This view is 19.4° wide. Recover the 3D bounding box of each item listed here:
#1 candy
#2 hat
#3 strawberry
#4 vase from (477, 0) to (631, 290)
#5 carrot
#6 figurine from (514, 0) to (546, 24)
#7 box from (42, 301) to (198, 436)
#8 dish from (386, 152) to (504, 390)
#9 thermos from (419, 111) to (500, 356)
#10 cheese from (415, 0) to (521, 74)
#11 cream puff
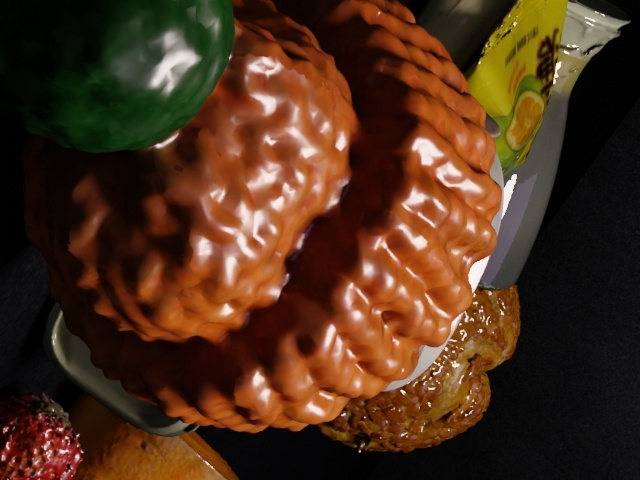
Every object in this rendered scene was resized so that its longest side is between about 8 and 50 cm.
[{"bbox_3d":[0.155,-0.114,1.719,0.187,0.081,0.297,-42,154,-47],"label":"candy"},{"bbox_3d":[-0.057,-0.033,1.022,0.285,0.285,0.400,-54,164,5],"label":"hat"},{"bbox_3d":[-0.221,0.155,1.374,0.096,0.083,0.083,-49,169,17],"label":"strawberry"},{"bbox_3d":[0.202,-0.120,1.989,0.321,0.173,0.173,-62,166,16],"label":"vase"},{"bbox_3d":[-0.194,0.219,1.537,0.225,0.159,0.159,-42,168,2],"label":"carrot"},{"bbox_3d":[0.210,-0.263,1.810,0.176,0.121,0.122,-45,141,9],"label":"figurine"},{"bbox_3d":[-0.068,-0.005,1.360,0.274,0.138,0.178,-58,171,25],"label":"box"},{"bbox_3d":[0.021,-0.012,1.516,0.117,0.256,0.256,19,113,-34],"label":"dish"},{"bbox_3d":[0.057,-0.024,1.347,0.137,0.105,0.193,-113,-137,-60],"label":"thermos"},{"bbox_3d":[0.100,-0.154,1.726,0.227,0.064,0.137,-53,167,4],"label":"cheese"},{"bbox_3d":[0.122,0.127,2.253,0.303,0.212,0.303,-52,165,-21],"label":"cream puff"}]
